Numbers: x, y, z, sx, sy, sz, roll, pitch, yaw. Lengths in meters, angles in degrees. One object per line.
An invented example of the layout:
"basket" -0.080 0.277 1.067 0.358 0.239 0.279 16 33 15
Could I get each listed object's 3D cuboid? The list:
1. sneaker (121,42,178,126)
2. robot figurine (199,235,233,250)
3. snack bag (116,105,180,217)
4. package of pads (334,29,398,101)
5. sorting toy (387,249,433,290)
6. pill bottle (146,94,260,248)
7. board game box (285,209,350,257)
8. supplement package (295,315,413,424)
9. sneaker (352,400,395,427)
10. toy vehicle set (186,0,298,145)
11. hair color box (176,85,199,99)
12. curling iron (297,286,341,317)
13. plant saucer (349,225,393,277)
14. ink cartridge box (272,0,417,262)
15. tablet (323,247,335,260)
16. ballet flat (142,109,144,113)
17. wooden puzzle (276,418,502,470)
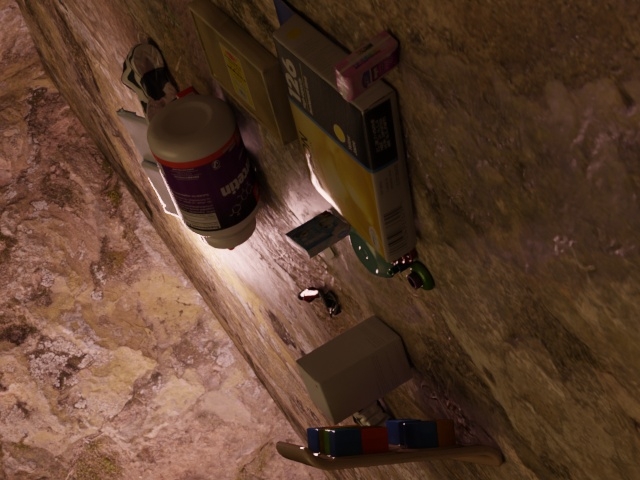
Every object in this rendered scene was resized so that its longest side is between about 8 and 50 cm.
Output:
"sneaker" -0.401 -0.353 2.393 0.153 0.094 0.235 36 151 61
"robot figurine" -0.244 -0.074 2.395 0.158 0.128 0.219 48 164 42
"snack bag" -0.353 -0.166 2.557 0.323 0.037 0.342 21 145 39
"package of pads" 0.055 -0.209 1.222 0.032 0.083 0.050 46 165 23
"sorting toy" 0.130 0.042 1.568 0.102 0.042 0.061 60 165 -7
"pill bottle" -0.231 -0.133 2.117 0.181 0.181 0.323 46 161 40
"board game box" -0.004 -0.012 1.799 0.090 0.090 0.020 36 153 55
"supplement package" 0.063 0.241 1.903 0.105 0.179 0.105 38 152 55
"sneaker" 0.094 0.369 2.276 0.234 0.078 0.106 56 163 -2
"toy vehicle set" -0.134 -0.295 1.759 0.267 0.035 0.166 46 161 39
"hair color box" -0.273 -0.266 2.256 0.072 0.043 0.141 50 162 30
"curling iron" -0.015 0.130 2.233 0.068 0.035 0.274 61 165 -8
"plant saucer" 0.081 0.017 1.718 0.119 0.021 0.119 53 165 21
"ink cartridge box" 0.016 -0.163 1.482 0.307 0.072 0.303 44 160 38
"tablet" 0.000 0.000 1.979 0.083 0.006 0.054 57 165 3
"ballet flat" -0.392 -0.277 2.562 0.188 0.070 0.070 56 165 4
"wooden puzzle" 0.112 0.363 1.836 0.322 0.348 0.080 141 130 -75
